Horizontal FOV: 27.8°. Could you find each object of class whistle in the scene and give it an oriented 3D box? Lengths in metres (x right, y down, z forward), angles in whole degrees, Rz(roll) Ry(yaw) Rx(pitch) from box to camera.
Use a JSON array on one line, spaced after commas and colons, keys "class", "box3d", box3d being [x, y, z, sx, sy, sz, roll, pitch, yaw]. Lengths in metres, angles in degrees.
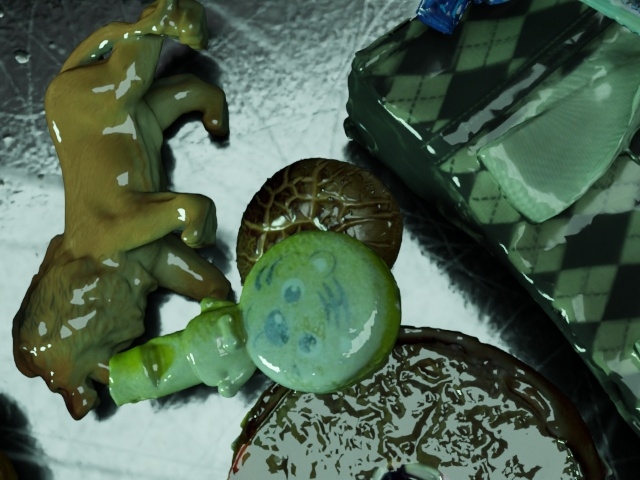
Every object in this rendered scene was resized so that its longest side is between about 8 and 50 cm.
[{"class": "whistle", "box3d": [-0.042, 0.063, 0.829, 0.198, 0.057, 0.104, -22, 67, 13]}]

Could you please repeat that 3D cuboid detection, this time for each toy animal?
[{"class": "toy animal", "box3d": [-0.143, -0.034, 0.900, 0.157, 0.097, 0.312, -5, 80, 6]}]

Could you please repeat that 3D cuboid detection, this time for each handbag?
[{"class": "handbag", "box3d": [0.242, -0.029, 0.833, 0.316, 0.180, 0.416, -38, 78, -13]}]

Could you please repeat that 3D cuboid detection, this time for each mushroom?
[{"class": "mushroom", "box3d": [-0.002, 0.002, 0.892, 0.109, 0.085, 0.126, 37, 109, -6]}]

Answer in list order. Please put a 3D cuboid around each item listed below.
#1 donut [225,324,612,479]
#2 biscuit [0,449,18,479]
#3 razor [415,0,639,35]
[{"class": "donut", "box3d": [0.060, 0.187, 0.857, 0.269, 0.103, 0.270, 0, 82, 3]}, {"class": "biscuit", "box3d": [-0.356, 0.206, 0.858, 0.325, 0.107, 0.326, 0, 79, -2]}, {"class": "razor", "box3d": [0.217, -0.107, 0.745, 0.324, 0.056, 0.093, 27, 83, 11]}]
